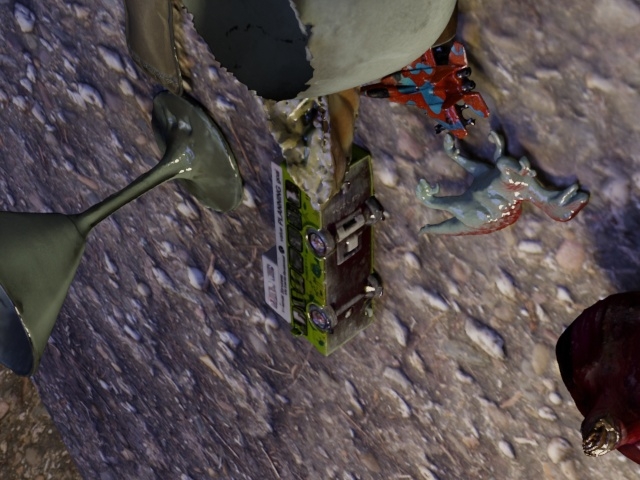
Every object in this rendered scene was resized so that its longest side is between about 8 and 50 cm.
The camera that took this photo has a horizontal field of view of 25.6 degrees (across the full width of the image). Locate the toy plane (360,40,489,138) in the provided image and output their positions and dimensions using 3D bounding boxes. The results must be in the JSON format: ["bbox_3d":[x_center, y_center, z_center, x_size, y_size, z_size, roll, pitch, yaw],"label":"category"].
[{"bbox_3d":[0.104,-0.169,1.515,0.189,0.061,0.130,11,131,58],"label":"toy plane"}]

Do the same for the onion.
[{"bbox_3d":[0.318,0.143,1.367,0.140,0.218,0.195,-41,78,35],"label":"onion"}]

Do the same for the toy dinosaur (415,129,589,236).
[{"bbox_3d":[0.179,-0.036,1.547,0.167,0.053,0.242,42,142,8],"label":"toy dinosaur"}]

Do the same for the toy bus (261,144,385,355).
[{"bbox_3d":[0.000,0.000,1.817,0.139,0.113,0.301,35,144,32],"label":"toy bus"}]

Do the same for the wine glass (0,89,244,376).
[{"bbox_3d":[-0.323,-0.028,1.962,0.267,0.406,0.267,36,146,30],"label":"wine glass"}]

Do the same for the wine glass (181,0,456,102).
[{"bbox_3d":[0.049,-0.263,1.218,0.238,0.323,0.238,40,152,27],"label":"wine glass"}]

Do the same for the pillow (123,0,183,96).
[{"bbox_3d":[-0.233,-0.298,1.920,0.130,0.033,0.217,40,149,29],"label":"pillow"}]

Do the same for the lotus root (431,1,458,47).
[{"bbox_3d":[0.085,-0.241,1.413,0.122,0.112,0.081,-136,41,-56],"label":"lotus root"}]

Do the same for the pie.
[{"bbox_3d":[-0.016,-0.205,1.445,0.075,0.337,0.337,-2,127,15],"label":"pie"}]
